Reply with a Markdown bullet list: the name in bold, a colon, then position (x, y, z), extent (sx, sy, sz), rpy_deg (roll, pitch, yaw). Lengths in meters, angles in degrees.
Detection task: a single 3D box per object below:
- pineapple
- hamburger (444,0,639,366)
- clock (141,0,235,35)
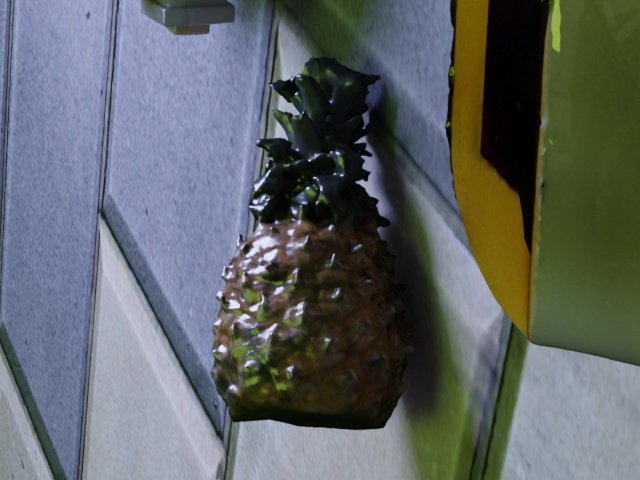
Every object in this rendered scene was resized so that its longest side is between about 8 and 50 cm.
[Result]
- **pineapple**: position (0.000, 0.000, 1.014), extent (0.108, 0.108, 0.197), rpy_deg (153, 124, -67)
- **hamburger**: position (0.114, -0.055, 0.681), extent (0.173, 0.116, 0.210), rpy_deg (-120, 27, -63)
- **clock**: position (-0.103, -0.280, 1.110), extent (0.235, 0.166, 0.309), rpy_deg (-143, 50, -63)
